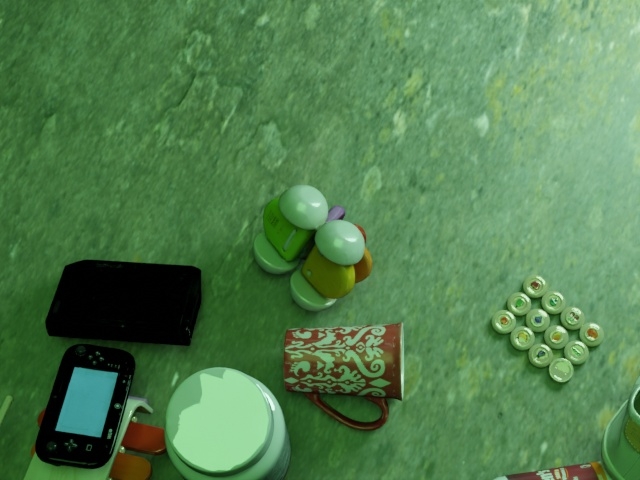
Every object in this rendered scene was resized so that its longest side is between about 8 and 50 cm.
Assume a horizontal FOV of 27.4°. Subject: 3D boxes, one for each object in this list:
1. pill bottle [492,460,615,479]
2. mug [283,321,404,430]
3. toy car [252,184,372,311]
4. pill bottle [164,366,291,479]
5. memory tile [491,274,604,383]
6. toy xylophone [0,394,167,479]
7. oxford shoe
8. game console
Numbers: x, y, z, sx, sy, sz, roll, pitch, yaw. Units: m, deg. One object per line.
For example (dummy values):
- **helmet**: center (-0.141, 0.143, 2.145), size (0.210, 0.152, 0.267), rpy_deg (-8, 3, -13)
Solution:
- **pill bottle**: center (0.299, 0.379, 1.808), size (0.221, 0.121, 0.121), rpy_deg (-9, 72, -2)
- **mug**: center (0.034, 0.190, 1.883), size (0.169, 0.113, 0.150), rpy_deg (1, 70, 5)
- **toy car**: center (0.000, 0.000, 1.940), size (0.182, 0.159, 0.136), rpy_deg (44, 44, 14)
- **pill bottle**: center (-0.124, 0.266, 1.769), size (0.160, 0.283, 0.160), rpy_deg (0, 72, 1)
- **memory tile**: center (0.336, 0.131, 1.945), size (0.148, 0.012, 0.113), rpy_deg (41, 78, 13)
- **toy xylophone**: center (-0.364, 0.329, 1.819), size (0.236, 0.081, 0.323), rpy_deg (15, 58, 19)
- **oxford shoe**: center (0.545, 0.169, 1.826), size (0.169, 0.130, 0.449), rpy_deg (36, 57, 15)
- **game console**: center (-0.297, 0.169, 1.857), size (0.213, 0.044, 0.361), rpy_deg (3, 47, 7)
